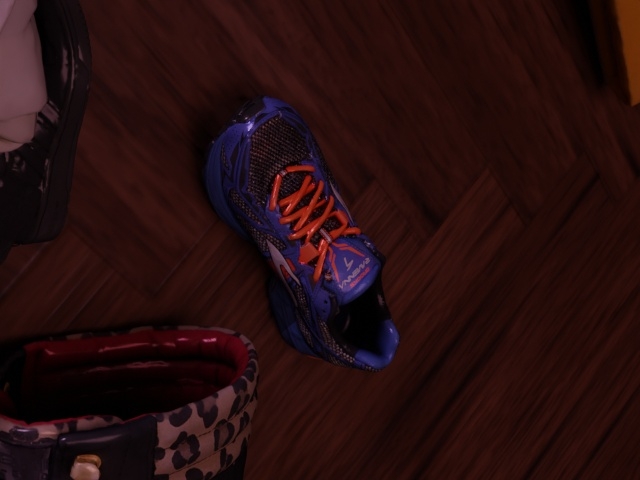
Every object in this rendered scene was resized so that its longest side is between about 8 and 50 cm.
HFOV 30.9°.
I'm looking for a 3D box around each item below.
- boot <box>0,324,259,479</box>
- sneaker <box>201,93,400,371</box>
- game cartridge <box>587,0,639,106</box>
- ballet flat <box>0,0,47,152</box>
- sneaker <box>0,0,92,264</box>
[{"bbox_3d":[-0.177,0.213,0.639,0.377,0.138,0.284,-11,116,-42],"label":"boot"},{"bbox_3d":[0.000,0.000,0.737,0.083,0.087,0.221,-43,131,-19],"label":"sneaker"},{"bbox_3d":[0.331,-0.274,0.826,0.323,0.053,0.285,-30,141,0],"label":"game cartridge"},{"bbox_3d":[-0.199,-0.033,0.504,0.139,0.139,0.400,26,86,-45],"label":"ballet flat"},{"bbox_3d":[-0.172,-0.047,0.590,0.089,0.051,0.170,-9,117,-43],"label":"sneaker"}]
